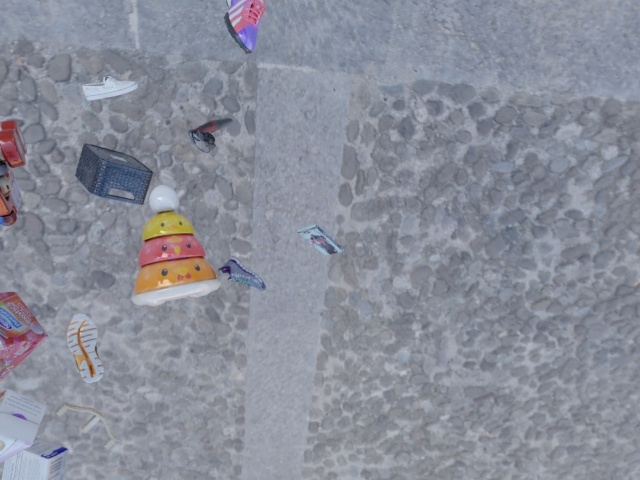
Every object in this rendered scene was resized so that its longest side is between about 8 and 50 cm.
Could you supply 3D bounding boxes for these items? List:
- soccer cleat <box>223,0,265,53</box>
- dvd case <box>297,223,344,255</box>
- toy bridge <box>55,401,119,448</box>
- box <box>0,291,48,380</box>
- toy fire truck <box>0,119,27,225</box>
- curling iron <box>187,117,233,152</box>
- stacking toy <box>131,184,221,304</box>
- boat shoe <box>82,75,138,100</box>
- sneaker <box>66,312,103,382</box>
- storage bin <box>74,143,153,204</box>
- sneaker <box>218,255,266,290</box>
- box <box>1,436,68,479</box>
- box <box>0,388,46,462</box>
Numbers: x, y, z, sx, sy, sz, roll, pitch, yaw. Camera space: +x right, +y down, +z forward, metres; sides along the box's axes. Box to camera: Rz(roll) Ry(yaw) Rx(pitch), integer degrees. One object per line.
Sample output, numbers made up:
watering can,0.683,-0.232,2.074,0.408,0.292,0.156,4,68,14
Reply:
soccer cleat,-0.219,-0.690,1.431,0.116,0.318,0.108,-25,139,18
dvd case,0.000,0.000,1.358,0.119,0.013,0.087,42,149,-25
toy bridge,-0.641,0.510,1.319,0.063,0.026,0.188,-45,111,-4
box,-0.705,0.233,0.937,0.257,0.122,0.128,-41,82,5
toy fire truck,-0.891,-0.180,1.297,0.169,0.302,0.253,-18,122,-22
curling iron,-0.276,-0.283,1.216,0.035,0.274,0.068,-36,107,19
stacking toy,-0.617,0.010,1.902,0.351,0.350,0.479,-13,86,3
boat shoe,-0.407,-0.299,0.908,0.100,0.035,0.035,-15,124,-9
sneaker,-0.725,0.326,1.438,0.084,0.083,0.214,-11,99,-32
storage bin,-0.489,-0.158,1.111,0.122,0.180,0.084,12,103,-43
sneaker,-0.341,0.168,2.048,0.098,0.224,0.083,-43,156,-25
box,-0.752,0.600,1.237,0.137,0.072,0.126,11,92,14
box,-0.531,0.314,0.682,0.324,0.063,0.067,-30,126,19
